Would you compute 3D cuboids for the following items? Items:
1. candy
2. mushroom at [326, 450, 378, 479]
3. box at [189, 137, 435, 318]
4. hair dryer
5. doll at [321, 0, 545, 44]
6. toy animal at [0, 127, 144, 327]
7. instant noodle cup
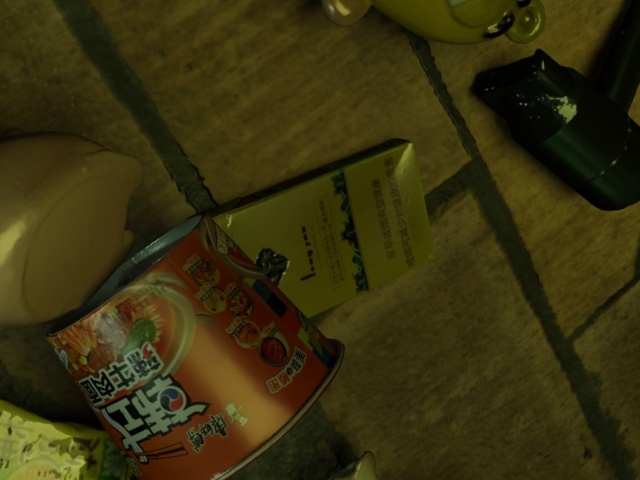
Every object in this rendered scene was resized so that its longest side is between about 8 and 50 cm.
[{"bbox_3d":[-0.285,0.246,1.156,0.297,0.081,0.187,17,85,-37],"label":"candy"},{"bbox_3d":[0.111,0.408,1.355,0.314,0.314,0.336,-36,86,-20],"label":"mushroom"},{"bbox_3d":[0.001,0.000,1.303,0.279,0.041,0.153,-23,112,-25],"label":"box"},{"bbox_3d":[0.341,-0.224,1.440,0.244,0.116,0.302,36,70,-32],"label":"hair dryer"},{"bbox_3d":[0.069,-0.389,1.199,0.423,0.161,0.348,3,101,-19],"label":"doll"},{"bbox_3d":[-0.314,-0.035,1.013,0.213,0.256,0.195,-56,160,-56],"label":"toy animal"},{"bbox_3d":[-0.132,0.107,1.129,0.250,0.250,0.192,-41,100,-18],"label":"instant noodle cup"}]
